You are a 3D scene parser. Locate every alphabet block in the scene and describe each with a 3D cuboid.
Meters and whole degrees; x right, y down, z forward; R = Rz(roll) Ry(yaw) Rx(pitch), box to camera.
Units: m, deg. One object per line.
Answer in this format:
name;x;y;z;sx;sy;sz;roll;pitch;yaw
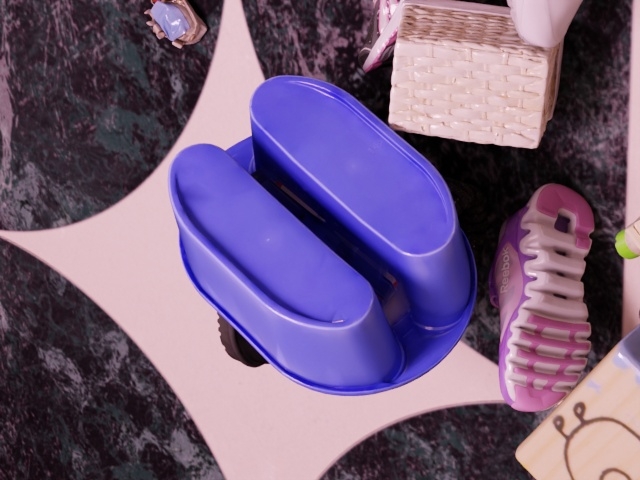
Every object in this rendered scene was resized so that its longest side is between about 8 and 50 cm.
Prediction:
alphabet block;0.348;0.185;1.836;0.192;0.193;0.197;46;133;13

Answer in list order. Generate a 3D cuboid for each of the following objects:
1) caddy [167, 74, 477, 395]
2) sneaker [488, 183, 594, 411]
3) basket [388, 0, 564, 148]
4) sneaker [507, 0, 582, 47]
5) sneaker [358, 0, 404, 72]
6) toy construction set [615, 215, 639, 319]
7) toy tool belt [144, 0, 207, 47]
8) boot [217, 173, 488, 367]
caddy;0.000;0.000;1.872;0.341;0.241;0.179;43;166;26
sneaker;0.216;0.063;1.906;0.104;0.095;0.236;-19;58;56
basket;0.152;-0.165;1.840;0.167;0.103;0.113;7;119;8
sneaker;0.262;-0.304;1.705;0.129;0.111;0.297;28;118;15
sneaker;0.084;-0.257;1.925;0.077;0.072;0.178;49;126;25
toy construction set;0.410;0.047;1.715;0.327;0.215;0.151;44;144;9
toy tool belt;-0.174;-0.256;2.132;0.083;0.051;0.052;46;132;11
boot;0.030;0.044;2.062;0.260;0.131;0.348;30;127;24
